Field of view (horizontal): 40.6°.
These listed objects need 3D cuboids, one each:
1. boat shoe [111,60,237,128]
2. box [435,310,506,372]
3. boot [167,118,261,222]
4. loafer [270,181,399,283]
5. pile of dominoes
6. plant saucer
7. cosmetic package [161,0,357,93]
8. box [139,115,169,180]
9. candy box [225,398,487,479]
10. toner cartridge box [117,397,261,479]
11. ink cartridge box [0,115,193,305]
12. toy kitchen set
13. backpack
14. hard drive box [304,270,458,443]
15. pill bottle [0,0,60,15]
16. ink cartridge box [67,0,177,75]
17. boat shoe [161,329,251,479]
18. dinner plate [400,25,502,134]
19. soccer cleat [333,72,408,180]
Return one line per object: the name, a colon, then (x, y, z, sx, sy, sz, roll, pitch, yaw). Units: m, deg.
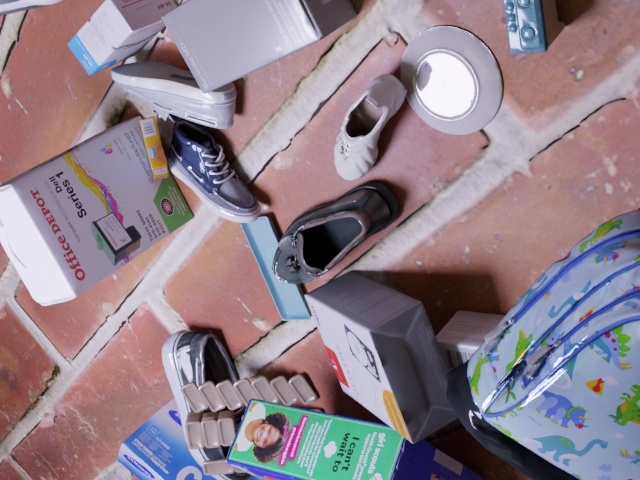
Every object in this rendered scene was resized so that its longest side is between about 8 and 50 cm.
boat shoe: (-0.227, -0.218, 1.323, 0.227, 0.079, 0.081, 18, 124, 26)
box: (0.225, 0.163, 1.201, 0.101, 0.087, 0.102, 2, 121, 39)
boot: (-0.167, -0.108, 1.353, 0.190, 0.069, 0.086, 35, 139, 17)
loafer: (0.000, 0.000, 1.271, 0.096, 0.084, 0.267, 51, 134, -3)
pile of dominoes: (-0.118, 0.325, 1.563, 0.251, 0.040, 0.196, -6, 111, 2)
plant saucer: (-0.071, 0.046, 1.418, 0.067, 0.018, 0.192, -6, 113, 42)
cosmetic package: (-0.084, -0.295, 1.136, 0.238, 0.107, 0.127, -17, 109, 42)
box: (-0.266, -0.144, 1.387, 0.136, 0.028, 0.081, 153, 103, -78)
candy box: (0.059, 0.366, 1.368, 0.317, 0.122, 0.268, -1, 151, 40)
toner cartridge box: (-0.223, 0.484, 1.735, 0.347, 0.165, 0.075, 36, 134, 14)
ink cartridge box: (-0.375, -0.051, 1.413, 0.117, 0.278, 0.201, -12, 110, 44)
toy kitchen set: (0.140, -0.281, 0.943, 0.207, 0.122, 0.166, 6, 122, 37)
backpack: (0.345, 0.137, 0.971, 0.290, 0.273, 0.356, 32, 109, -2)
hard drive box: (0.086, 0.159, 1.242, 0.232, 0.089, 0.181, 20, 135, 67)
pill bottle: (-0.464, -0.432, 1.313, 0.283, 0.161, 0.161, 3, 119, 38)
ink cartridge box: (-0.284, -0.323, 1.279, 0.180, 0.104, 0.060, -26, 100, 47)
boat shoe: (-0.193, 0.325, 1.633, 0.119, 0.121, 0.335, -7, 113, 42)
dinner plate: (0.157, -0.194, 1.068, 0.141, 0.017, 0.141, 21, 128, 29)
soccer cleat: (0.051, -0.142, 1.140, 0.068, 0.076, 0.196, 41, 142, 10)
